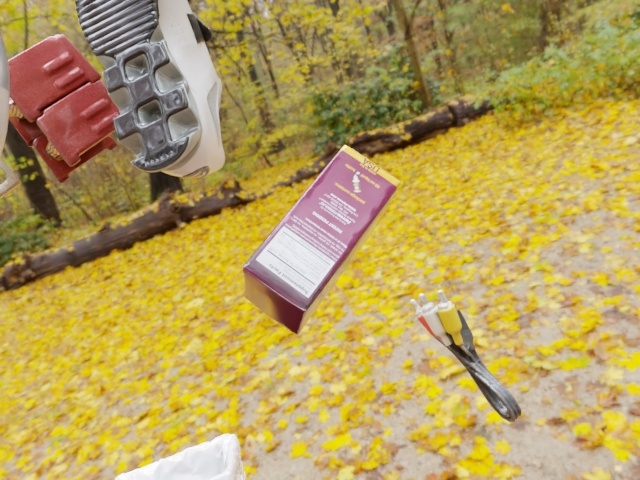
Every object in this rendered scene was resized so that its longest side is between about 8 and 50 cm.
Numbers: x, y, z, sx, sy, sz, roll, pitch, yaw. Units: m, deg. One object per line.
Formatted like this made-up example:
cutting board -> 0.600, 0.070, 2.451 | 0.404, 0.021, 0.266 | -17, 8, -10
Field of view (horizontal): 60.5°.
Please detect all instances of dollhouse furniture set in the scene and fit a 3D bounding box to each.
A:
dollhouse furniture set -> -0.474, -0.111, 0.782 | 0.374, 0.152, 0.201 | -42, 17, -21

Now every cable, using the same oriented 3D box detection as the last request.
cable -> 0.265, 0.223, 1.052 | 0.072, 0.287, 0.139 | -25, -5, -24

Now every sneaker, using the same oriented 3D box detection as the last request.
sneaker -> -0.195, -0.228, 0.672 | 0.122, 0.330, 0.146 | -15, -7, 17

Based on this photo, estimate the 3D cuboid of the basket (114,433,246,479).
basket -> -0.315, 0.660, 1.273 | 0.331, 0.266, 0.328 | -19, -2, -8

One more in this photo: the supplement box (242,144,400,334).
supplement box -> 0.000, 0.000, 0.619 | 0.188, 0.081, 0.104 | -52, -8, -22

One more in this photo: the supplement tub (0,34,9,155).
supplement tub -> -0.337, -0.098, 0.248 | 0.193, 0.193, 0.316 | -15, -6, 18
